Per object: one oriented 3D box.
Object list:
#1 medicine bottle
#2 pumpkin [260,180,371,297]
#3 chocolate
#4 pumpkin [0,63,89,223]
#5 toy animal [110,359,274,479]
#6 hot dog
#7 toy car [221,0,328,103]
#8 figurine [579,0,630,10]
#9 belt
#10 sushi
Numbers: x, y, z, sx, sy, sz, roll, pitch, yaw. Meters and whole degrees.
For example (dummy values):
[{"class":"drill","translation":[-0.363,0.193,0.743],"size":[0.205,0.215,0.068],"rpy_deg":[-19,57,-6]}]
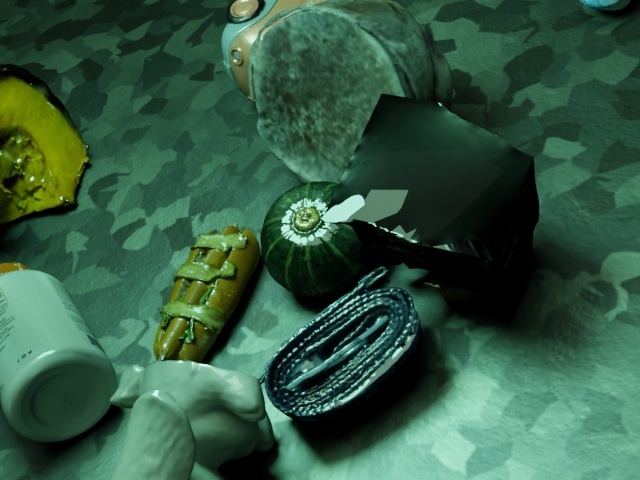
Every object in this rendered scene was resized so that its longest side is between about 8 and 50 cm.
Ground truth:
[{"class":"medicine bottle","translation":[-0.406,0.143,1.763],"size":[0.157,0.157,0.288],"rpy_deg":[-34,41,-8]},{"class":"pumpkin","translation":[-0.001,-0.001,1.719],"size":[0.167,0.125,0.167],"rpy_deg":[-10,46,10]},{"class":"chocolate","translation":[0.068,-0.230,1.832],"size":[0.303,0.303,0.213],"rpy_deg":[12,32,36]},{"class":"pumpkin","translation":[-0.555,-0.152,2.063],"size":[0.225,0.303,0.256],"rpy_deg":[-19,69,20]},{"class":"toy animal","translation":[-0.171,0.287,1.470],"size":[0.206,0.271,0.265],"rpy_deg":[13,75,3]},{"class":"hot dog","translation":[-0.167,0.078,1.769],"size":[0.109,0.072,0.269],"rpy_deg":[-1,46,30]},{"class":"toy car","translation":[-0.012,-0.314,2.017],"size":[0.270,0.180,0.212],"rpy_deg":[-36,51,-11]},{"class":"figurine","translation":[0.439,-0.398,1.927],"size":[0.114,0.079,0.114],"rpy_deg":[-16,48,19]},{"class":"belt","translation":[0.030,0.145,1.566],"size":[0.218,0.128,0.122],"rpy_deg":[-36,79,-7]},{"class":"sushi","translation":[0.162,-0.035,1.607],"size":[0.227,0.212,0.215],"rpy_deg":[13,62,24]}]
